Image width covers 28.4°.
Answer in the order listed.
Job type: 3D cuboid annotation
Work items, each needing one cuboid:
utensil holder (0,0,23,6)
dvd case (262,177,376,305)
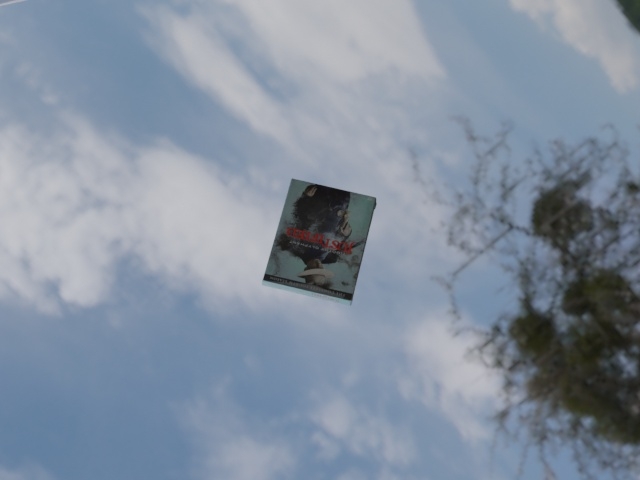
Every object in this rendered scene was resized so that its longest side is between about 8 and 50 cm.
[{"bbox_3d":[-0.219,-0.299,0.763,0.327,0.385,0.327,21,-113,-61],"label":"utensil holder"},{"bbox_3d":[0.000,0.000,1.204,0.087,0.013,0.119,14,-120,3],"label":"dvd case"}]
